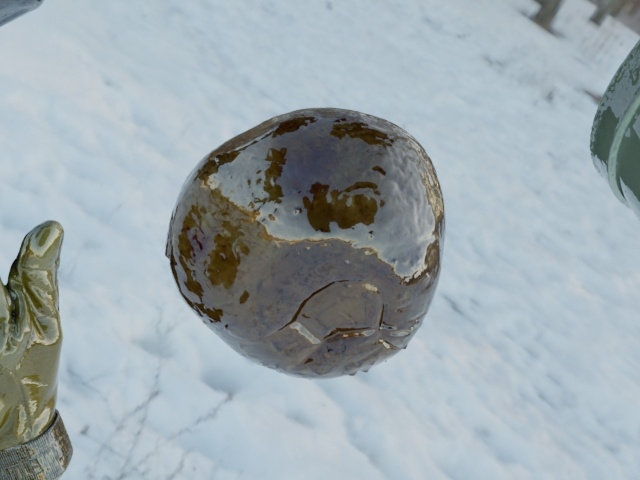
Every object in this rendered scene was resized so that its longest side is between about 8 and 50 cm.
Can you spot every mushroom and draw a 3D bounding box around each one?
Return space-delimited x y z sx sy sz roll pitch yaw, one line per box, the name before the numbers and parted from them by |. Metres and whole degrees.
mushroom | 0.004 0.012 0.800 0.231 0.194 0.138 26 38 -43

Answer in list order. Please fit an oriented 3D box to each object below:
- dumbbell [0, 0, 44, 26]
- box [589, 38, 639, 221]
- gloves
dumbbell | -0.168 -0.299 0.788 0.204 0.322 0.204 64 5 -9
box | 0.264 -0.040 0.527 0.226 0.226 0.149 10 45 -45
gloves | -0.313 0.082 1.031 0.141 0.331 0.154 -21 21 -39
